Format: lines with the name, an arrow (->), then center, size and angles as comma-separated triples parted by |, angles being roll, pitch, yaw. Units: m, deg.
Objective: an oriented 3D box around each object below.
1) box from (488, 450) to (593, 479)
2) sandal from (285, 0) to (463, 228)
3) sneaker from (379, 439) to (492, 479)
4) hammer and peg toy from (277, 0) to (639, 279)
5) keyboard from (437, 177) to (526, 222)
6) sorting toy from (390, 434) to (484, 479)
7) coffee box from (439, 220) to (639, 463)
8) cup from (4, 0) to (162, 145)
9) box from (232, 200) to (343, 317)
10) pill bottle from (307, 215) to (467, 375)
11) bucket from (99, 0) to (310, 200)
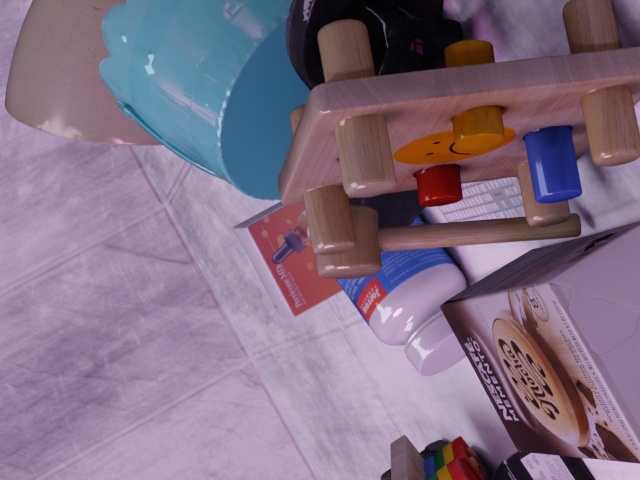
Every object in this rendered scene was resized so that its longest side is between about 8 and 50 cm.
box -> 0.275, 0.321, 1.684 | 0.180, 0.078, 0.147 | 57, 167, 16
sandal -> 0.080, -0.134, 1.348 | 0.107, 0.167, 0.445 | 37, 163, 26
sneaker -> 0.161, 0.342, 2.052 | 0.087, 0.130, 0.227 | 62, 164, -9
hammer and peg toy -> 0.102, -0.073, 1.185 | 0.361, 0.266, 0.127 | 116, 146, -75
keyboard -> 0.159, -0.044, 1.503 | 0.072, 0.014, 0.256 | 62, 167, -3
sorting toy -> 0.199, 0.361, 1.837 | 0.257, 0.089, 0.255 | 53, -173, -6
coffee box -> 0.229, 0.091, 1.288 | 0.168, 0.119, 0.297 | 60, 167, 0
cup -> -0.263, -0.292, 2.023 | 0.331, 0.331, 0.236 | -139, 48, -56
box -> 0.000, 0.000, 1.847 | 0.130, 0.170, 0.091 | 62, 167, -7
pill bottle -> 0.090, 0.042, 1.701 | 0.221, 0.124, 0.124 | 54, 165, 26
bucket -> -0.058, -0.185, 1.479 | 0.183, 0.281, 0.281 | 42, 158, 33
